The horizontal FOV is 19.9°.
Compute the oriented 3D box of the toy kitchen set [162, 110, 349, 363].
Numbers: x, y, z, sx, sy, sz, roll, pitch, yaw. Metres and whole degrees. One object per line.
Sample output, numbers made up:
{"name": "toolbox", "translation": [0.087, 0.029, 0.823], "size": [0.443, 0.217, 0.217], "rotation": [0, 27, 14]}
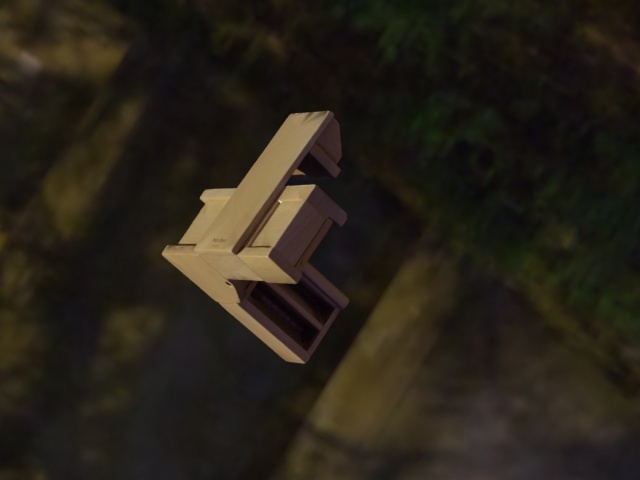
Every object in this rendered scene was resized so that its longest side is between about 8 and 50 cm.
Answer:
{"name": "toy kitchen set", "translation": [0.000, 0.000, 0.704], "size": [0.075, 0.068, 0.083], "rotation": [42, 160, -25]}
